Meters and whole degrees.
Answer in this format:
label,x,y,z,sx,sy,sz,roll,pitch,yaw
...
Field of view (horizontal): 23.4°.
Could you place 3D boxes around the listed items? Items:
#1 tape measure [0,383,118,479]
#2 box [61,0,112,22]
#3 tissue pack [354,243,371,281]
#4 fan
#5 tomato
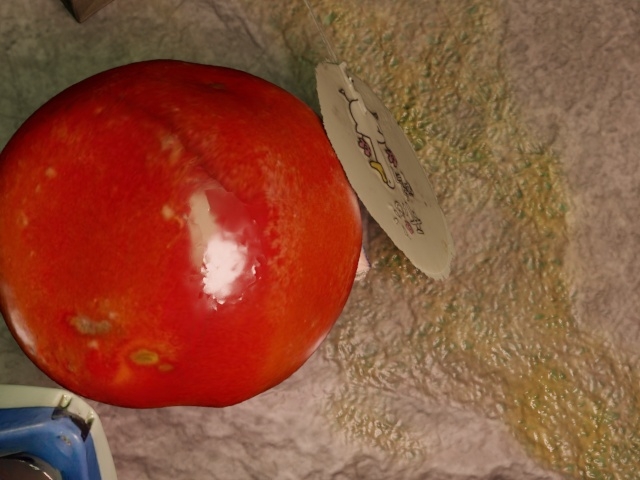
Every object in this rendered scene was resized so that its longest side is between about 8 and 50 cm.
label,x,y,z,sx,sy,sz,roll,pitch,yaw
tape measure,-0.296,0.259,1.368,0.262,0.138,0.259,0,115,14
box,-0.198,-0.358,1.557,0.231,0.155,0.149,-35,83,-10
tissue pack,0.000,0.000,1.524,0.074,0.059,0.094,-18,78,-8
fan,0.030,-0.146,1.483,0.012,0.233,0.414,-29,77,19
tomato,-0.129,-0.007,1.394,0.325,0.293,0.289,32,117,31
